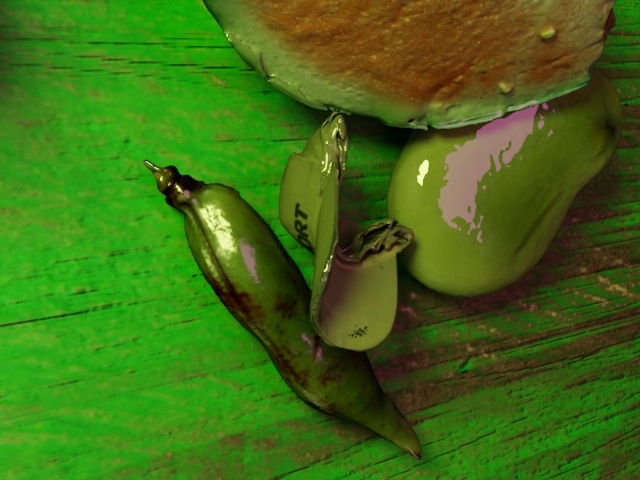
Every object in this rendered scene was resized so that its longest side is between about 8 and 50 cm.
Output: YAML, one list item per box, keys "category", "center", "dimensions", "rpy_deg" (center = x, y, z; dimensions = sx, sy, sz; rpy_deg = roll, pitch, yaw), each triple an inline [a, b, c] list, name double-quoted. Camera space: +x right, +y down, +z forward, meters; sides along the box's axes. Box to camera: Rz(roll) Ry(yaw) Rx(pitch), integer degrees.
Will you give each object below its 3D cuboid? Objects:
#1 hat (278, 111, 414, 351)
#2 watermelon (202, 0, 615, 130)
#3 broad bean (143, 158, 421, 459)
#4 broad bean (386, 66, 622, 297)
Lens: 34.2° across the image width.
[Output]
- category: "hat"
  center: [0.000, 0.000, 0.770]
  dimensions: [0.147, 0.085, 0.175]
  rpy_deg: [59, 31, -38]
- category: "watermelon"
  center: [0.088, -0.185, 0.802]
  dimensions: [0.319, 0.292, 0.222]
  rpy_deg: [-83, 155, -64]
- category: "broad bean"
  center: [-0.021, 0.064, 0.801]
  dimensions: [0.339, 0.061, 0.077]
  rpy_deg: [54, 20, -26]
- category: "broad bean"
  center: [0.163, -0.068, 0.923]
  dimensions: [0.263, 0.121, 0.189]
  rpy_deg: [-51, 120, -25]
